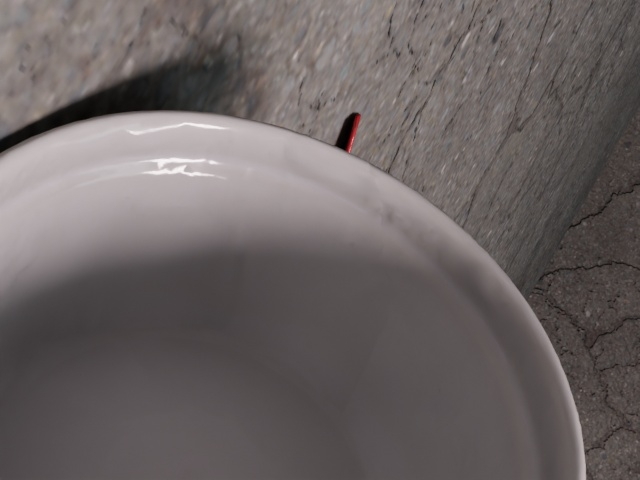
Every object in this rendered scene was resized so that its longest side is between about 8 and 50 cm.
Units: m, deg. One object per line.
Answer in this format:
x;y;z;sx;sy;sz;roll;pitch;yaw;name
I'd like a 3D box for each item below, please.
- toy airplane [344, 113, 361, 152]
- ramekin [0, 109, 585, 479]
0.000;0.000;0.587;0.151;0.028;0.151;-60;167;-23;toy airplane
-0.033;0.067;0.317;0.207;0.207;0.109;-43;165;-45;ramekin
